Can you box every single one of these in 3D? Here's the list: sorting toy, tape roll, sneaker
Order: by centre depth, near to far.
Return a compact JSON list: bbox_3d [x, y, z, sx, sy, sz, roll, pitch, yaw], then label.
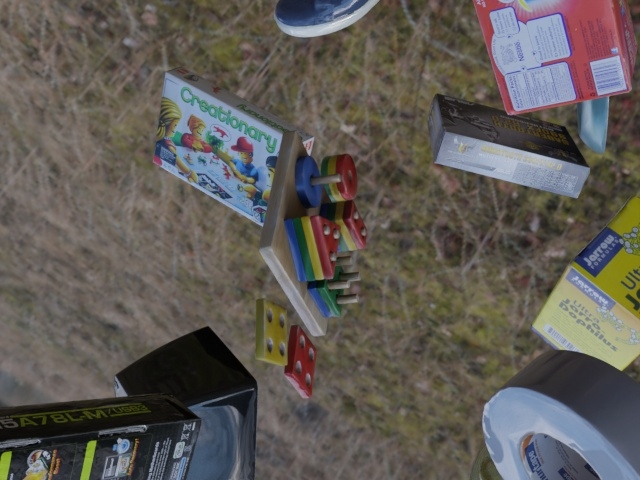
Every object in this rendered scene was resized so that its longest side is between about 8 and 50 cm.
[{"bbox_3d":[0.000,0.000,0.745,0.046,0.274,0.132,-6,140,20],"label":"sorting toy"},{"bbox_3d":[0.266,0.220,0.859,0.219,0.072,0.219,40,149,31],"label":"tape roll"},{"bbox_3d":[0.067,-0.452,1.321,0.131,0.350,0.148,58,-179,35],"label":"sneaker"}]

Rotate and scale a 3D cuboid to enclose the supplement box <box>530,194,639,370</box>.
[{"bbox_3d":[0.564,0.109,1.638,0.195,0.194,0.356,41,164,18],"label":"supplement box"}]

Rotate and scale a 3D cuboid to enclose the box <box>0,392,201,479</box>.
[{"bbox_3d":[-0.171,0.185,0.490,0.184,0.190,0.045,4,-164,-44],"label":"box"}]

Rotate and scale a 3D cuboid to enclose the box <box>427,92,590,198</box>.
[{"bbox_3d":[0.289,-0.153,1.359,0.231,0.183,0.056,14,117,-4],"label":"box"}]

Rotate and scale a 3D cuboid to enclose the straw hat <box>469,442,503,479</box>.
[{"bbox_3d":[0.243,0.316,1.142,0.144,0.144,0.061,13,163,43],"label":"straw hat"}]

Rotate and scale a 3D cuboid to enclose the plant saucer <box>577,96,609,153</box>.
[{"bbox_3d":[0.476,-0.310,1.514,0.044,0.317,0.317,0,149,14],"label":"plant saucer"}]

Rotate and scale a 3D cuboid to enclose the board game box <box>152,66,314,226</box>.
[{"bbox_3d":[-0.165,-0.164,1.557,0.305,0.053,0.193,30,126,21],"label":"board game box"}]

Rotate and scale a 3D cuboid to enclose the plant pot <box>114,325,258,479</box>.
[{"bbox_3d":[-0.211,0.263,1.294,0.188,0.167,0.187,38,130,52],"label":"plant pot"}]

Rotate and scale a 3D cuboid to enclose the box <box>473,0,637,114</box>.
[{"bbox_3d":[0.220,-0.270,0.846,0.128,0.122,0.256,-9,120,28],"label":"box"}]
